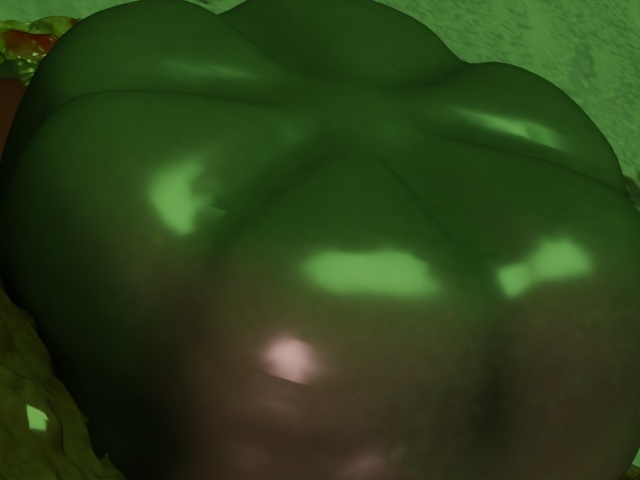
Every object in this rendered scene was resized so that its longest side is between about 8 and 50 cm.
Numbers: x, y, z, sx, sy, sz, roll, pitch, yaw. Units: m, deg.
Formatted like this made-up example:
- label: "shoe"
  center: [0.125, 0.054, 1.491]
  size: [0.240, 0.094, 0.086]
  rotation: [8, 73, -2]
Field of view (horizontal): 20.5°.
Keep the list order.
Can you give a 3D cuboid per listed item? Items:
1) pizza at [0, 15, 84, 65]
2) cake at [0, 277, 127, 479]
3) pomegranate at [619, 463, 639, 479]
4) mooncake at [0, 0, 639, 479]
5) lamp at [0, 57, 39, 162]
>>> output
- label: "pizza"
  center: [-0.184, -0.092, 1.037]
  size: [0.288, 0.075, 0.280]
  rotation: [15, 22, -30]
- label: "cake"
  center: [-0.235, 0.094, 0.510]
  size: [0.282, 0.290, 0.256]
  rotation: [55, 13, 23]
- label: "pomegranate"
  center: [0.095, 0.227, 0.733]
  size: [0.322, 0.322, 0.322]
  rotation: [26, 32, -18]
- label: "mooncake"
  center: [0.000, 0.000, 0.677]
  size: [0.275, 0.135, 0.275]
  rotation: [9, 27, -5]
- label: "lamp"
  center: [-0.157, 0.036, 0.839]
  size: [0.177, 0.177, 0.274]
  rotation: [13, 37, -35]
